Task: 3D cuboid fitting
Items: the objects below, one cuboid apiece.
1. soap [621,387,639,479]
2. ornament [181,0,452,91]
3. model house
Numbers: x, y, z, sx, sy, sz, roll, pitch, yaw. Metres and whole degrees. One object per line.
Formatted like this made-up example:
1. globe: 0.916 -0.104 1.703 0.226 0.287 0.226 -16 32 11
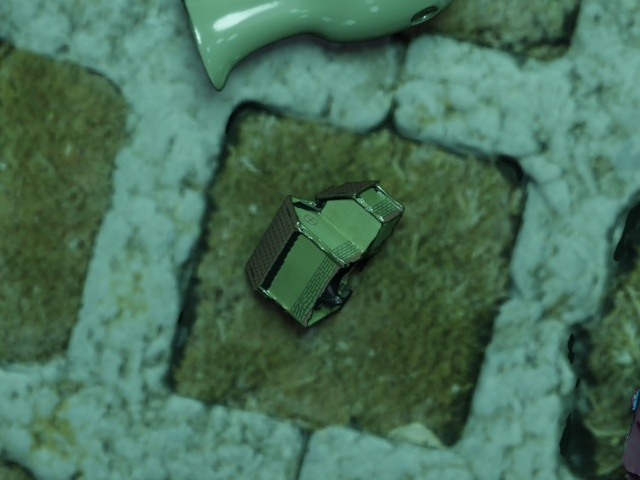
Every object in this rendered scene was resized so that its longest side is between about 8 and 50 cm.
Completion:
1. soap: 0.302 0.121 1.117 0.250 0.162 0.099 9 105 -4
2. ornament: 0.004 -0.140 1.091 0.156 0.081 0.075 -19 68 5
3. model house: 0.000 0.000 1.141 0.058 0.057 0.083 40 123 15
